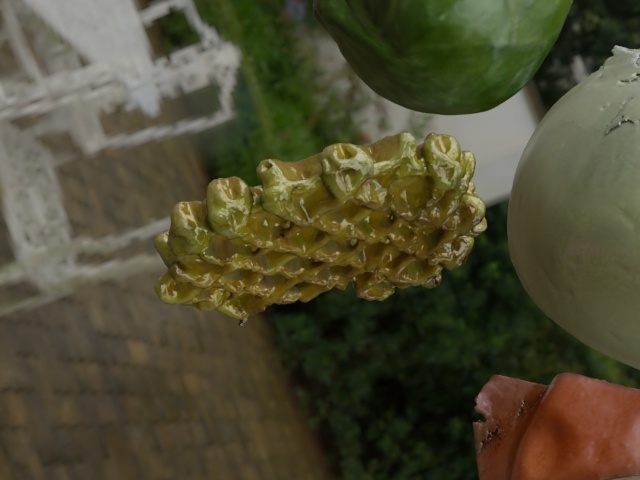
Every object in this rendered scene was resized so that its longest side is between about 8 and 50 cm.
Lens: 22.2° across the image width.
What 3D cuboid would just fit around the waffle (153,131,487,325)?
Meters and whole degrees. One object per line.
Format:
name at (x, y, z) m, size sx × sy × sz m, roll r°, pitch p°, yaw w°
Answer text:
waffle at (0.000, -0.001, 1.216) m, size 0.249 × 0.253 × 0.056 m, roll 71°, pitch 1°, yaw -66°

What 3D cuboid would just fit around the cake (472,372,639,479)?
cake at (0.233, 0.163, 1.106) m, size 0.135 × 0.287 × 0.098 m, roll -58°, pitch 138°, yaw -39°

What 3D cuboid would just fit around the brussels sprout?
brussels sprout at (0.098, -0.223, 1.361) m, size 0.244 × 0.244 × 0.244 m, roll -21°, pitch 90°, yaw -85°

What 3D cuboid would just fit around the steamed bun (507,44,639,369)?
steamed bun at (0.337, -0.038, 1.460) m, size 0.312 × 0.334 × 0.233 m, roll -48°, pitch 144°, yaw -48°
